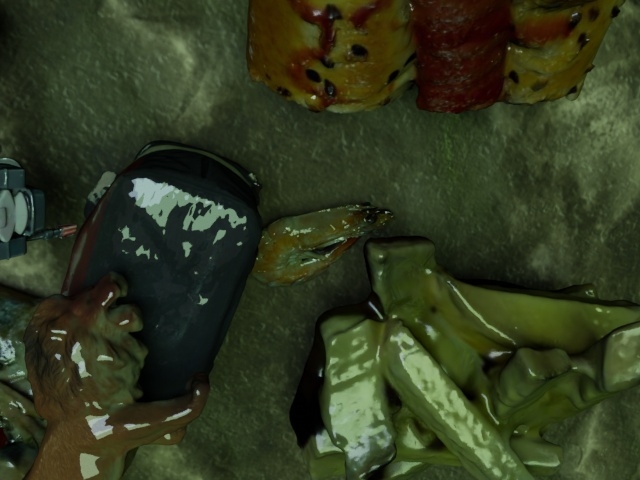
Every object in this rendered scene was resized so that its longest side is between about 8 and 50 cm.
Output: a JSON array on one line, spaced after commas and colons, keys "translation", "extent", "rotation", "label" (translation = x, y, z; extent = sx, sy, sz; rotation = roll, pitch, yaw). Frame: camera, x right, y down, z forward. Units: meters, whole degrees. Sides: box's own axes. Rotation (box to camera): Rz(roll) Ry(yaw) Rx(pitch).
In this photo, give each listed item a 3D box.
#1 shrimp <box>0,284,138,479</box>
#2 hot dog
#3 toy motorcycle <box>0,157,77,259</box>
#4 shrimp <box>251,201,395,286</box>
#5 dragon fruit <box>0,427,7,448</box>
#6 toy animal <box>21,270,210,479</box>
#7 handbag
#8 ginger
[{"translation": [-0.394, 0.130, 0.566], "extent": [0.445, 0.272, 0.085], "rotation": [30, 125, -4], "label": "shrimp"}, {"translation": [0.124, -0.268, 0.453], "extent": [0.368, 0.196, 0.365], "rotation": [-2, 146, -8], "label": "hot dog"}, {"translation": [-0.343, -0.046, 0.552], "extent": [0.150, 0.221, 0.102], "rotation": [-8, 110, -54], "label": "toy motorcycle"}, {"translation": [0.000, 0.000, 0.690], "extent": [0.190, 0.042, 0.101], "rotation": [-21, 129, -3], "label": "shrimp"}, {"translation": [-0.358, 0.274, 0.622], "extent": [0.234, 0.234, 0.293], "rotation": [-27, 94, 0], "label": "dragon fruit"}, {"translation": [-0.198, 0.181, 0.484], "extent": [0.158, 0.097, 0.312], "rotation": [20, 92, -14], "label": "toy animal"}, {"translation": [-0.166, 0.026, 0.592], "extent": [0.181, 0.181, 0.254], "rotation": [17, 105, -14], "label": "handbag"}, {"translation": [0.156, 0.183, 0.629], "extent": [0.358, 0.211, 0.413], "rotation": [30, 108, -31], "label": "ginger"}]
